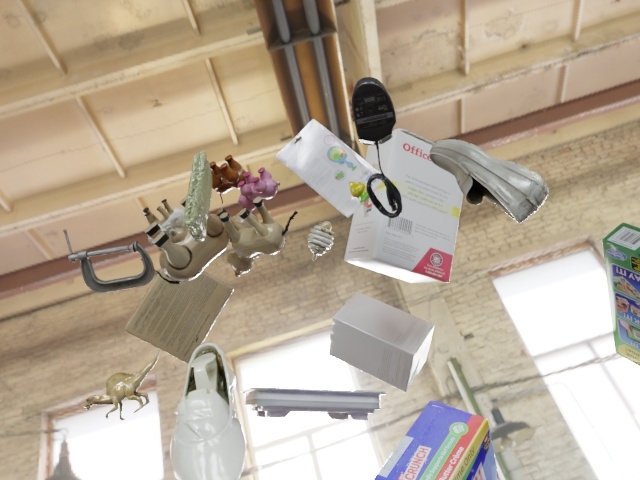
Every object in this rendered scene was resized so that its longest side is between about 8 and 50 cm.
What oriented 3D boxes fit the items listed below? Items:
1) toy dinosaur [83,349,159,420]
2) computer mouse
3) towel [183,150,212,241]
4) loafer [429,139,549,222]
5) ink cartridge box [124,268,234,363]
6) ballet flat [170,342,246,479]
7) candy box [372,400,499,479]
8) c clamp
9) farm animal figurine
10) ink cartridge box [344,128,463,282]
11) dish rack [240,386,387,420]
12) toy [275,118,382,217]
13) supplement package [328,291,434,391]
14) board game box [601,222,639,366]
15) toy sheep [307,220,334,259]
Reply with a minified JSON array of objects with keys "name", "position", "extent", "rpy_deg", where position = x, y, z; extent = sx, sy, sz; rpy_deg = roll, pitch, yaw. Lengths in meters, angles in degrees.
[{"name":"toy dinosaur","position":[-0.393,0.307,1.138],"extent":[0.183,0.092,0.053],"rpy_deg":[-33,-2,-20]},{"name":"computer mouse","position":[0.100,-0.154,0.936],"extent":[0.071,0.041,0.241],"rpy_deg":[-7,-72,12]},{"name":"towel","position":[-0.222,-0.080,1.018],"extent":[0.027,0.148,0.110],"rpy_deg":[5,-18,1]},{"name":"loafer","position":[0.352,-0.139,1.238],"extent":[0.111,0.319,0.112],"rpy_deg":[-52,-49,0]},{"name":"ink cartridge box","position":[-0.374,0.178,1.471],"extent":[0.193,0.234,0.088],"rpy_deg":[33,-13,-13]},{"name":"ballet flat","position":[-0.223,0.317,1.059],"extent":[0.139,0.400,0.139],"rpy_deg":[-3,-75,-9]},{"name":"candy box","position":[0.194,0.478,0.904],"extent":[0.268,0.122,0.317],"rpy_deg":[-37,-61,-41]},{"name":"c clamp","position":[-0.413,0.039,1.087],"extent":[0.161,0.022,0.137],"rpy_deg":[-5,-73,-6]},{"name":"farm animal figurine","position":[-0.208,-0.016,1.162],"extent":[0.327,0.330,0.172],"rpy_deg":[-32,-57,1]},{"name":"ink cartridge box","position":[0.257,-0.091,1.624],"extent":[0.279,0.384,0.160],"rpy_deg":[18,-13,-26]},{"name":"dish rack","position":[-0.026,0.409,1.378],"extent":[0.333,0.072,0.285],"rpy_deg":[7,-18,-14]},{"name":"toy","position":[0.024,-0.168,1.332],"extent":[0.137,0.237,0.056],"rpy_deg":[-46,-16,-11]},{"name":"supplement package","position":[0.198,0.328,1.831],"extent":[0.175,0.293,0.177],"rpy_deg":[-41,-36,-46]},{"name":"board game box","position":[0.471,0.122,0.605],"extent":[0.046,0.317,0.213],"rpy_deg":[-33,-57,-14]},{"name":"toy sheep","position":[0.000,0.000,1.743],"extent":[0.091,0.091,0.132],"rpy_deg":[30,-97,-45]}]
